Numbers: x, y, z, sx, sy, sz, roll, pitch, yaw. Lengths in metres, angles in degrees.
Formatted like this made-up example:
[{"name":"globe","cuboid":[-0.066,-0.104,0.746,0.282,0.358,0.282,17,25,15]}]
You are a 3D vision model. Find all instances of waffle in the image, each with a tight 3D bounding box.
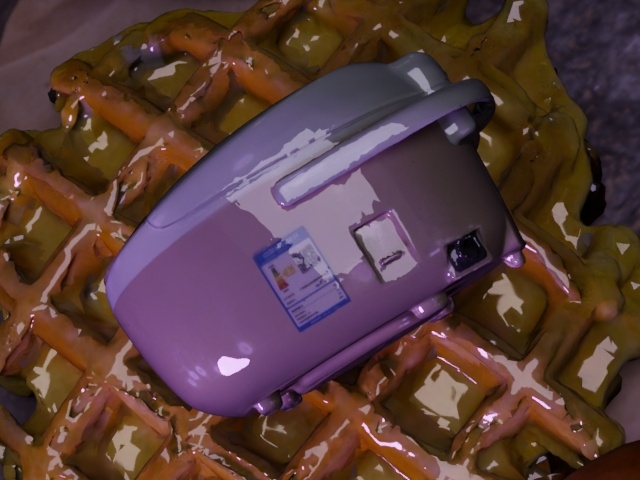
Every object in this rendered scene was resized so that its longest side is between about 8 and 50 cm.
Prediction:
[{"name":"waffle","cuboid":[-0.015,0.023,0.763,0.382,0.095,0.379,-14,71,5]}]

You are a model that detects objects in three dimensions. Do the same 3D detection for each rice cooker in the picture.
[{"name":"rice cooker","cuboid":[0.000,0.000,0.646,0.206,0.145,0.127,-28,83,5]}]

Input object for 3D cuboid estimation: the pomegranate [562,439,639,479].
[{"name":"pomegranate","cuboid":[0.184,0.186,0.614,0.209,0.209,0.209,-3,70,7]}]
